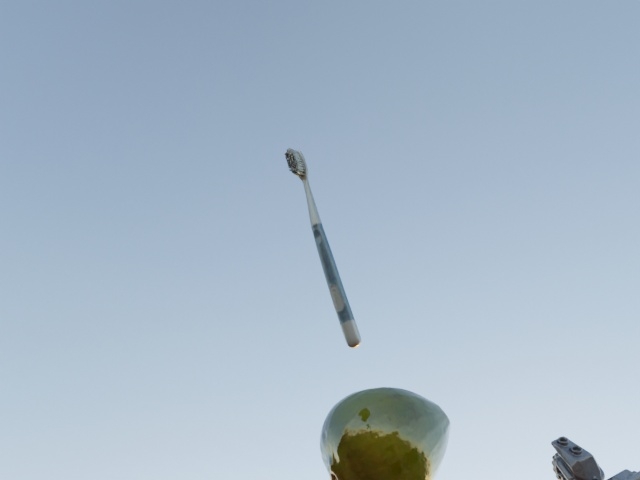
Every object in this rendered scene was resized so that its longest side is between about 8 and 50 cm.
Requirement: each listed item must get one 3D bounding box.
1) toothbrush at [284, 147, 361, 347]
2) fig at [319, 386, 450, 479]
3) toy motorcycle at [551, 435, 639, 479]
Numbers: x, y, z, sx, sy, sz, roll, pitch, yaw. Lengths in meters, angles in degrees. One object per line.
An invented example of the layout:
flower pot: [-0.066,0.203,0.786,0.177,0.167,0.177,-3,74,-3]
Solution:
toothbrush: [0.000,0.000,0.724,0.019,0.275,0.025,-30,-27,27]
fig: [0.108,0.349,1.016,0.207,0.230,0.207,13,-65,30]
toy motorcycle: [0.391,0.335,0.794,0.080,0.215,0.122,-16,-72,-20]
